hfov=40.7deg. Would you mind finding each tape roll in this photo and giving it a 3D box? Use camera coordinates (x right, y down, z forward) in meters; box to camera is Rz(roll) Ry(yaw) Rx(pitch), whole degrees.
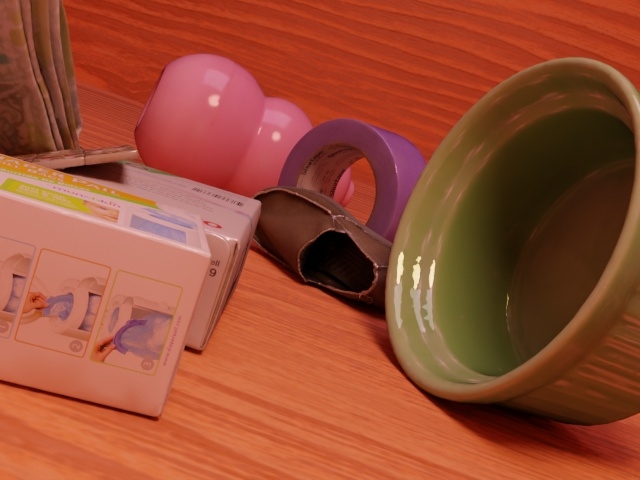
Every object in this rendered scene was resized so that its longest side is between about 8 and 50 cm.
[{"bbox_3d":[0.040,-0.052,1.071,0.189,0.189,0.080,27,11,37],"label":"tape roll"}]

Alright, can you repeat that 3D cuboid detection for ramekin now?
[{"bbox_3d":[0.204,0.011,0.746,0.148,0.303,0.303,24,6,-25],"label":"ramekin"}]

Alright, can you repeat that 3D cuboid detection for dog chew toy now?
[{"bbox_3d":[-0.100,-0.136,1.281,0.332,0.206,0.206,25,7,-16],"label":"dog chew toy"}]

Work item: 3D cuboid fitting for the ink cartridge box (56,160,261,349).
[{"bbox_3d":[-0.140,-0.001,0.709,0.154,0.093,0.212,18,8,-3],"label":"ink cartridge box"}]

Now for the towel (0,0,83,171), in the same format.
[{"bbox_3d":[-0.391,-0.191,0.722,0.375,0.090,0.320,12,-34,-2],"label":"towel"}]

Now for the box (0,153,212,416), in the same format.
[{"bbox_3d":[-0.178,0.013,0.508,0.203,0.103,0.114,17,10,-15],"label":"box"}]

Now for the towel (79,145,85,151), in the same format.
[{"bbox_3d":[-0.478,-0.206,1.086,0.370,0.040,0.271,40,17,19],"label":"towel"}]

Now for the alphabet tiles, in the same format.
[{"bbox_3d":[-0.264,-0.056,0.671,0.237,0.009,0.198,-9,10,-14],"label":"alphabet tiles"}]

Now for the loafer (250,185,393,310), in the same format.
[{"bbox_3d":[0.000,0.000,0.981,0.251,0.094,0.087,26,7,33],"label":"loafer"}]
